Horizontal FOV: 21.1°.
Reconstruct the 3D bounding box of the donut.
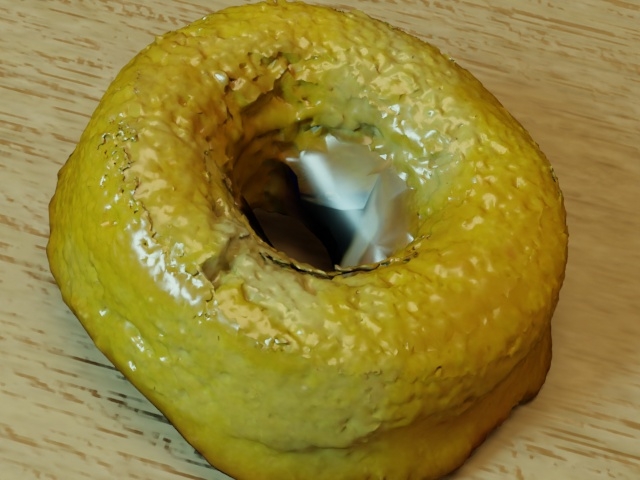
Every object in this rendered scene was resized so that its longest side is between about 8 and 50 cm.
[{"bbox_3d":[-0.001,-0.002,0.807,0.253,0.118,0.253,10,55,-14],"label":"donut"}]
